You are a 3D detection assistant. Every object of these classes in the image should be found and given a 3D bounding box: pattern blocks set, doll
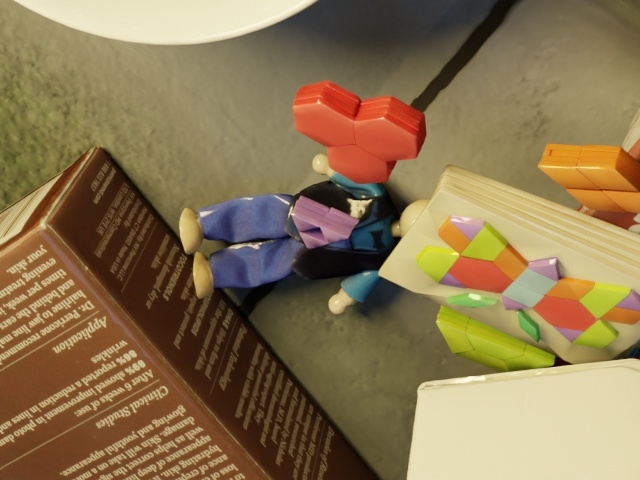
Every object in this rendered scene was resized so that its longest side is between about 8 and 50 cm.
[{"bbox_3d":[0.135,0.021,0.880,0.325,0.026,0.285,17,151,9],"label":"pattern blocks set"},{"bbox_3d":[0.000,0.000,0.989,0.189,0.046,0.129,-9,116,7],"label":"doll"}]

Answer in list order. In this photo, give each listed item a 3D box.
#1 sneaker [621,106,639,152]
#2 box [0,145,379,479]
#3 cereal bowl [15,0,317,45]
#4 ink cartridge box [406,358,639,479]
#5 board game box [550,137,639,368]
[{"bbox_3d":[0.309,-0.100,0.787,0.180,0.124,0.321,32,143,1],"label":"sneaker"},{"bbox_3d":[-0.132,0.139,1.039,0.191,0.143,0.381,-29,109,23],"label":"box"},{"bbox_3d":[-0.090,-0.293,0.783,0.339,0.141,0.339,4,120,7],"label":"cereal bowl"},{"bbox_3d":[0.181,0.315,0.945,0.166,0.285,0.395,-8,132,19],"label":"ink cartridge box"},{"bbox_3d":[0.217,0.032,0.897,0.145,0.027,0.281,25,152,-1],"label":"board game box"}]
